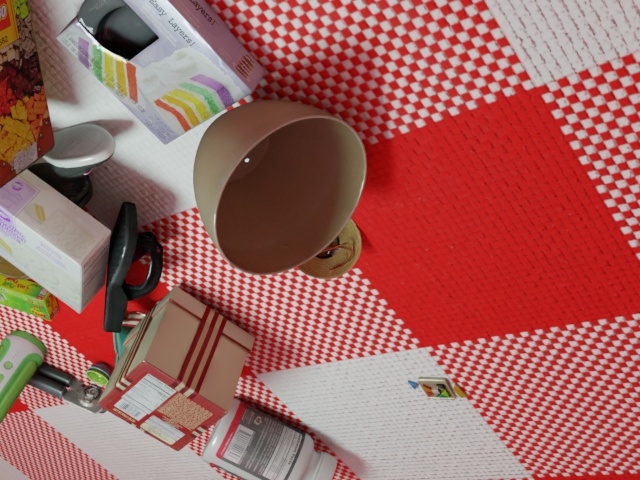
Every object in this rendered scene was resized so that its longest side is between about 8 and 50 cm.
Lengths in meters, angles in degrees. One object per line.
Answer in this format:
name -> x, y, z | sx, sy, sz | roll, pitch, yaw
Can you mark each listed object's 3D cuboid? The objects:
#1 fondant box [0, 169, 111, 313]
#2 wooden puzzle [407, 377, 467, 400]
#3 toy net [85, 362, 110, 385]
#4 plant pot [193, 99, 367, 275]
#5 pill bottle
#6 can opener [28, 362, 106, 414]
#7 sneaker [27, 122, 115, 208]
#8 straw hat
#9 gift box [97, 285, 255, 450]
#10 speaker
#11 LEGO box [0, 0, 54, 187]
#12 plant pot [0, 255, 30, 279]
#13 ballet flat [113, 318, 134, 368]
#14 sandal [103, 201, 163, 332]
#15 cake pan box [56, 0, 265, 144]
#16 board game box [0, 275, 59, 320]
fondant box -> -0.545, 0.000, 1.692 | 0.238, 0.096, 0.330 | 36, 153, 0
wooden puzzle -> 0.254, 0.325, 1.848 | 0.116, 0.014, 0.078 | -10, 130, 35
toy net -> -0.511, 0.385, 2.276 | 0.232, 0.045, 0.122 | 9, 138, 18
plant pot -> -0.093, -0.113, 1.369 | 0.191, 0.284, 0.284 | 43, 156, 39
pill bottle -> -0.126, 0.546, 2.159 | 0.318, 0.176, 0.176 | 27, 141, -3
can opener -> -0.739, 0.422, 2.410 | 0.283, 0.076, 0.095 | 23, 140, 3
sneaker -> -0.466, -0.133, 1.634 | 0.295, 0.105, 0.147 | -3, 136, 37
straw hat -> 0.000, 0.000, 1.567 | 0.144, 0.144, 0.061 | 46, 176, -25
gift box -> -0.334, 0.280, 1.896 | 0.255, 0.258, 0.276 | 40, 128, -20
speaker -> -0.854, 0.386, 2.251 | 0.131, 0.296, 0.131 | 14, 140, 12
LEGO box -> -0.734, -0.320, 1.423 | 0.500, 0.193, 0.372 | 11, 126, 16
plant pot -> -0.756, 0.017, 1.998 | 0.236, 0.032, 0.236 | 15, 141, 12
ballet flat -> -0.472, 0.264, 2.109 | 0.087, 0.083, 0.247 | 2, 142, -11
sandal -> -0.395, 0.058, 1.793 | 0.107, 0.168, 0.446 | 4, 152, -16
cake pan box -> -0.260, -0.303, 1.361 | 0.245, 0.070, 0.267 | -21, 123, 39
board game box -> -0.751, 0.134, 2.115 | 0.181, 0.043, 0.092 | 17, 143, 9
